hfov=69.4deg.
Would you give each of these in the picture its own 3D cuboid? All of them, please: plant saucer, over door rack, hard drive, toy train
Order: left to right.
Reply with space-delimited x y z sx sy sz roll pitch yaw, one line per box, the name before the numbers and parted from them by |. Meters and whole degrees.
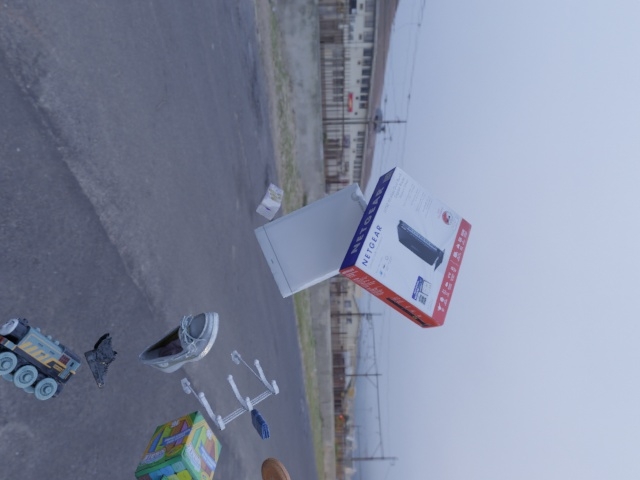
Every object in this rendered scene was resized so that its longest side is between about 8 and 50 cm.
toy train | -1.015 0.418 1.627 0.190 0.142 0.334 -60 136 -32
over door rack | -0.335 0.505 1.644 0.324 0.239 0.108 17 -55 50
plant saucer | -0.091 0.476 0.921 0.013 0.083 0.083 -12 104 -47
hard drive | 0.000 0.000 1.428 0.047 0.353 0.233 41 25 -83

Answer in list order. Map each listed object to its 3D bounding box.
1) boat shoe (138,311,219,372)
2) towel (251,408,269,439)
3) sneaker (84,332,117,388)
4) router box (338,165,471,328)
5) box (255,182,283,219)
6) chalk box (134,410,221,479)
boat shoe | -0.421 0.305 1.388 0.103 0.320 0.118 26 43 -40
towel | -0.210 0.636 1.608 0.119 0.029 0.067 16 -66 63
sneaker | -0.662 0.372 1.421 0.051 0.089 0.170 26 -48 47
router box | 0.242 0.019 1.256 0.082 0.301 0.335 -28 -147 57
box | -0.184 -0.149 1.706 0.063 0.067 0.324 -55 -170 11
chalk box | -0.471 0.749 1.532 0.289 0.179 0.180 -95 161 -73
